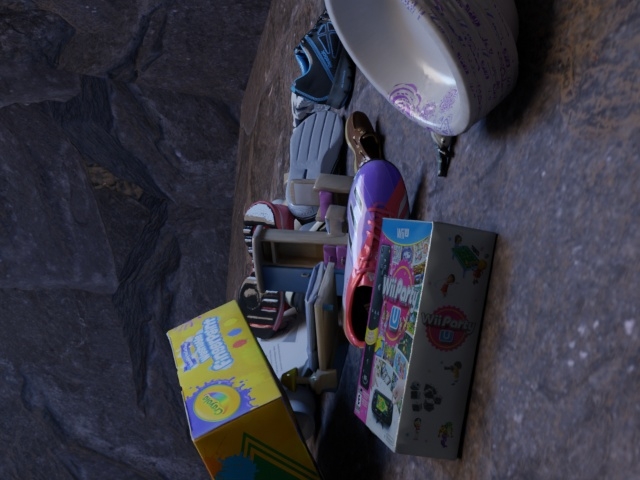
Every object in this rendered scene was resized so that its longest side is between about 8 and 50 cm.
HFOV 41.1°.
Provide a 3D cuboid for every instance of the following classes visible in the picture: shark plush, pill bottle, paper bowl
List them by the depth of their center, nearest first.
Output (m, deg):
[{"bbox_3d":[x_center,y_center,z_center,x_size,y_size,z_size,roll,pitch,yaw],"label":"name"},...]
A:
[{"bbox_3d":[0.146,-0.289,1.128,0.148,0.284,0.284,-40,6,-12],"label":"paper bowl"},{"bbox_3d":[0.195,-0.182,1.317,0.067,0.073,0.161,-4,-98,-83],"label":"shark plush"},{"bbox_3d":[-0.074,0.346,1.920,0.221,0.121,0.121,-102,24,-58],"label":"pill bottle"}]

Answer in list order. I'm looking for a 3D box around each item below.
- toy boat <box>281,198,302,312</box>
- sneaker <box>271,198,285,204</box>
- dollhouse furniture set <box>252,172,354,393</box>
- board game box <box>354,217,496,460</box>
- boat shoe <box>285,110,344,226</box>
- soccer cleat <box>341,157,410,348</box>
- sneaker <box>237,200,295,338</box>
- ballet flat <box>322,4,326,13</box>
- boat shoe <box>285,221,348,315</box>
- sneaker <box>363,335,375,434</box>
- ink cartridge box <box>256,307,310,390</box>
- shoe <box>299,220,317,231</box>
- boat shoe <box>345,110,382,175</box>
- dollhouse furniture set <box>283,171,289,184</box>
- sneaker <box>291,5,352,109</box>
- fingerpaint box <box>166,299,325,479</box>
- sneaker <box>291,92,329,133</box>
[{"bbox_3d":[-0.063,0.046,2.089,0.267,0.148,0.318,136,148,-62],"label":"toy boat"},{"bbox_3d":[-0.096,0.037,2.308,0.123,0.106,0.289,-139,48,-71],"label":"sneaker"},{"bbox_3d":[-0.052,0.077,1.526,0.303,0.198,0.286,-72,-19,-54],"label":"dollhouse furniture set"},{"bbox_3d":[0.137,0.125,1.198,0.224,0.098,0.303,-169,88,-77],"label":"board game box"},{"bbox_3d":[-0.015,-0.161,1.997,0.119,0.121,0.335,76,-157,-48],"label":"boat shoe"},{"bbox_3d":[0.090,0.024,1.417,0.116,0.109,0.318,-78,-5,-82],"label":"soccer cleat"},{"bbox_3d":[-0.097,0.066,1.923,0.116,0.136,0.313,10,100,33],"label":"sneaker"},{"bbox_3d":[0.033,-0.577,2.202,0.074,0.074,0.203,133,150,-68],"label":"ballet flat"},{"bbox_3d":[0.016,0.065,1.761,0.113,0.127,0.340,48,141,20],"label":"boat shoe"},{"bbox_3d":[0.097,0.201,1.361,0.094,0.082,0.208,-177,95,-81],"label":"sneaker"},{"bbox_3d":[-0.087,0.247,1.903,0.224,0.045,0.223,-31,29,10],"label":"ink cartridge box"},{"bbox_3d":[0.000,0.000,1.854,0.178,0.064,0.081,-41,-35,-58],"label":"shoe"},{"bbox_3d":[0.093,-0.195,1.699,0.060,0.064,0.177,120,149,-47],"label":"boat shoe"},{"bbox_3d":[-0.037,-0.156,2.127,0.081,0.115,0.090,115,158,-64],"label":"dollhouse furniture set"},{"bbox_3d":[0.014,-0.489,2.063,0.125,0.140,0.340,123,154,-68],"label":"sneaker"},{"bbox_3d":[-0.113,0.363,1.553,0.371,0.163,0.445,67,173,-20],"label":"fingerpaint box"},{"bbox_3d":[-0.029,-0.393,2.287,0.235,0.094,0.153,100,164,-60],"label":"sneaker"}]
